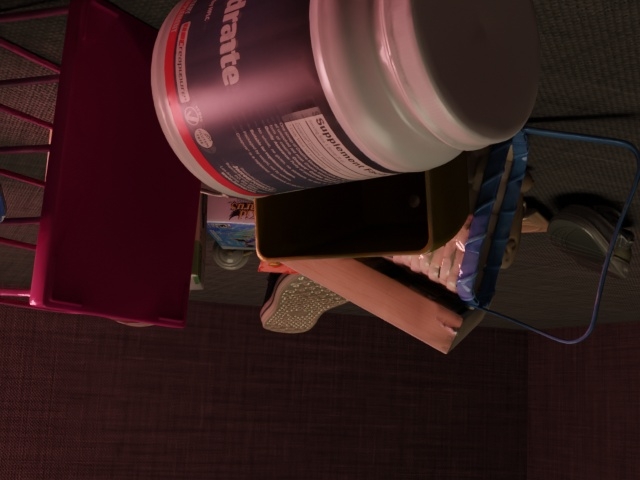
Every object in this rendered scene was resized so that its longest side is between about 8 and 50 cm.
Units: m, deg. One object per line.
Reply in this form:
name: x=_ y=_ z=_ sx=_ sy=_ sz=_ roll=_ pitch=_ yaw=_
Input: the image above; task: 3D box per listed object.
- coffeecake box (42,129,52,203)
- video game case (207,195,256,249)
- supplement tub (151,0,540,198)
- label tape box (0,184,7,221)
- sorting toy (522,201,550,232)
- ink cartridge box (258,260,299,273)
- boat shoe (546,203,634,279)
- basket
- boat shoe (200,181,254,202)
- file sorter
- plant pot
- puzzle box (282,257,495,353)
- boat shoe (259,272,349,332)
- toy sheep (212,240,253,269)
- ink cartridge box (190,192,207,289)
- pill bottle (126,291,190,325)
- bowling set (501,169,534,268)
coffeecake box: x=-0.323 y=-0.055 z=1.334 sx=0.068 sy=0.186 sz=0.142 roll=-2 pitch=169 yaw=26
video game case: x=-0.087 y=-0.029 z=1.780 sx=0.244 sy=0.061 sz=0.269 roll=1 pitch=170 yaw=3
supplement tub: x=0.014 y=-0.140 z=0.746 sx=0.272 sy=0.191 sz=0.191 roll=-7 pitch=166 yaw=42
label tape box: x=-0.454 y=-0.057 z=0.878 sx=0.347 sy=0.249 sz=0.115 roll=-30 pitch=168 yaw=39
sorting toy: x=0.316 y=-0.040 z=1.696 sx=0.192 sy=0.038 sz=0.208 roll=-2 pitch=173 yaw=26
ink cartridge box: x=0.000 y=0.000 z=1.620 sx=0.180 sy=0.056 sz=0.225 roll=5 pitch=133 yaw=-16
boat shoe: x=0.492 y=-0.013 z=1.658 sx=0.118 sy=0.103 sz=0.320 roll=19 pitch=175 yaw=36
basket: x=0.230 y=-0.031 z=1.168 sx=0.288 sy=0.255 sz=0.201 roll=18 pitch=179 yaw=23
boat shoe: x=-0.147 y=-0.117 z=1.194 sx=0.335 sy=0.112 sz=0.095 roll=12 pitch=176 yaw=-21
file sorter: x=-0.254 y=-0.069 z=0.956 sx=0.182 sy=0.291 sz=0.202 roll=0 pitch=170 yaw=29
plant pot: x=0.063 y=-0.088 z=1.039 sx=0.212 sy=0.212 sz=0.187 roll=-4 pitch=179 yaw=32
puzzle box: x=0.104 y=0.050 z=1.335 sx=0.272 sy=0.052 sz=0.409 roll=29 pitch=-171 yaw=13
boat shoe: x=-0.020 y=0.078 z=2.131 sx=0.186 sy=0.156 sz=0.500 roll=11 pitch=157 yaw=-16
toy sheep: x=-0.193 y=0.022 z=2.034 sx=0.091 sy=0.091 sz=0.132 roll=3 pitch=175 yaw=-2
ink cartridge box: x=-0.205 y=-0.045 z=1.291 sx=0.093 sy=0.213 sz=0.154 roll=0 pitch=169 yaw=-4
pill bottle: x=-0.377 y=0.039 z=1.776 sx=0.223 sy=0.224 sz=0.392 roll=3 pitch=170 yaw=1
bowling set: x=0.154 y=-0.063 z=1.395 sx=0.286 sy=0.154 sz=0.199 roll=8 pitch=-173 yaw=-36
